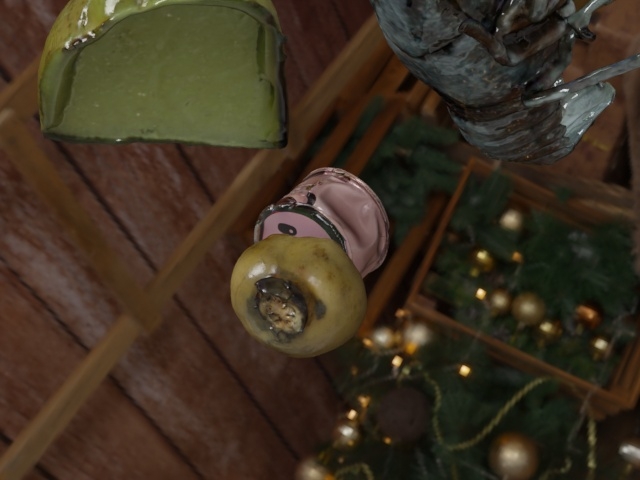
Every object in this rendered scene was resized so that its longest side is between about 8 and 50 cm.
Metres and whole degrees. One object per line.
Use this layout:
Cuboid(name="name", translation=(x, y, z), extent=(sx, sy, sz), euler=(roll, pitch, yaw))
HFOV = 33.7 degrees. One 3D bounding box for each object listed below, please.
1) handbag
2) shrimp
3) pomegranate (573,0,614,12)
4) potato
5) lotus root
Cuboid(name="handbag", translation=(0.000, 0.001, 1.595), extent=(0.179, 0.116, 0.205), euler=(25, 132, 20))
Cuboid(name="shrimp", translation=(0.115, -0.150, 0.682), extent=(0.221, 0.166, 0.410), euler=(32, 166, 29))
Cuboid(name="pomegranate", translation=(0.150, -0.336, 0.847), extent=(0.342, 0.342, 0.342), euler=(25, 153, 14))
Cuboid(name="potato", translation=(-0.181, -0.272, 1.304), extent=(0.330, 0.212, 0.280), euler=(-1, 149, -19))
Cuboid(name="lotus root", translation=(-0.021, 0.050, 0.977), extent=(0.125, 0.118, 0.221), euler=(-11, -175, 4))
